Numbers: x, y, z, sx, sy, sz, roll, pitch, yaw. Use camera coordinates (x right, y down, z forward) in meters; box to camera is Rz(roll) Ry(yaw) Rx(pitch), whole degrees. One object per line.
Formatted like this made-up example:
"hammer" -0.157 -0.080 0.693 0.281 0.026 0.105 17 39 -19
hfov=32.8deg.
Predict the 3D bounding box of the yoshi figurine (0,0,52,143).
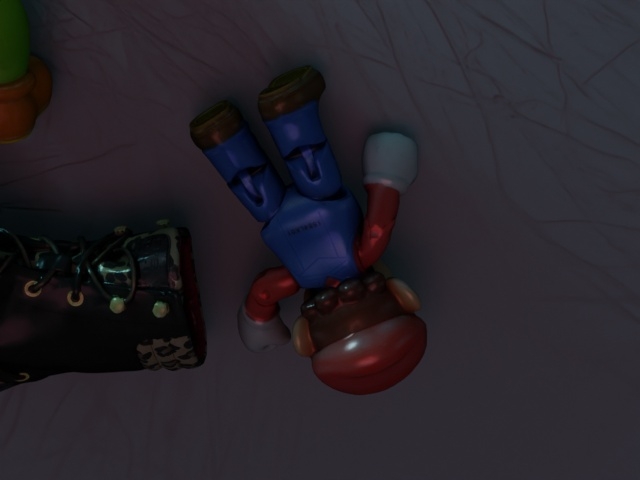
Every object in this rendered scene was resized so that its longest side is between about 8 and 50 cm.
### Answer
"yoshi figurine" -0.322 -0.265 0.875 0.203 0.203 0.362 32 142 29

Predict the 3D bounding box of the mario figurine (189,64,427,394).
"mario figurine" 0.000 0.000 1.041 0.198 0.170 0.320 -6 115 47

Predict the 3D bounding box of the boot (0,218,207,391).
"boot" -0.265 0.023 0.991 0.284 0.138 0.377 -5 140 2
